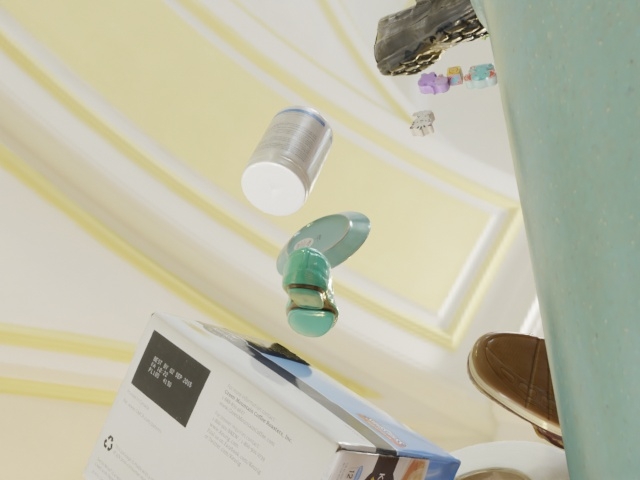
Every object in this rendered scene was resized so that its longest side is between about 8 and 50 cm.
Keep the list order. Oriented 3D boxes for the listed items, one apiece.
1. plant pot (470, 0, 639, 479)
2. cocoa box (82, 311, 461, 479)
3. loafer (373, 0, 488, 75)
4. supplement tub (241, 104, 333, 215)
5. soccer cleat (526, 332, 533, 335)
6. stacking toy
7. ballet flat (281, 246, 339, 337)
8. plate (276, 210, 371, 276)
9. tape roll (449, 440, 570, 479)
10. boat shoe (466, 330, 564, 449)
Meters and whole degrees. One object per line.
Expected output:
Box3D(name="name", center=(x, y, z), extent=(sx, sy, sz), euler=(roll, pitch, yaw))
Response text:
Box3D(name="plant pot", center=(0.224, -0.056, 0.408), extent=(0.341, 0.341, 0.334), euler=(20, -118, -50))
Box3D(name="cocoa box", center=(-0.063, 0.265, 1.096), extent=(0.228, 0.347, 0.231), euler=(21, -86, -47))
Box3D(name="loafer", center=(0.124, -0.235, 0.968), extent=(0.076, 0.223, 0.078), euler=(-8, -96, -31))
Box3D(name="supplement tub", center=(-0.032, -0.083, 0.967), extent=(0.071, 0.071, 0.107), euler=(64, -149, -31))
Box3D(name="soccer cleat", center=(0.390, 0.220, 1.574), extent=(0.072, 0.179, 0.060), euler=(-27, -35, -28))
Box3D(name="stacking toy", center=(0.222, -0.258, 1.522), extent=(0.052, 0.221, 0.167), euler=(-77, -30, -41))
Box3D(name="ballet flat", center=(-0.011, 0.073, 1.412), extent=(0.247, 0.083, 0.087), euler=(85, -168, -68))
Box3D(name="plate", center=(0.000, 0.000, 1.671), extent=(0.188, 0.188, 0.024), euler=(-51, -55, -35))
Box3D(name="tape roll", center=(0.224, 0.384, 1.250), extent=(0.286, 0.286, 0.100), euler=(-35, -66, -44))
Box3D(name="boat shoe", center=(0.325, 0.230, 1.250), extent=(0.342, 0.123, 0.123), euler=(22, -129, -16))
